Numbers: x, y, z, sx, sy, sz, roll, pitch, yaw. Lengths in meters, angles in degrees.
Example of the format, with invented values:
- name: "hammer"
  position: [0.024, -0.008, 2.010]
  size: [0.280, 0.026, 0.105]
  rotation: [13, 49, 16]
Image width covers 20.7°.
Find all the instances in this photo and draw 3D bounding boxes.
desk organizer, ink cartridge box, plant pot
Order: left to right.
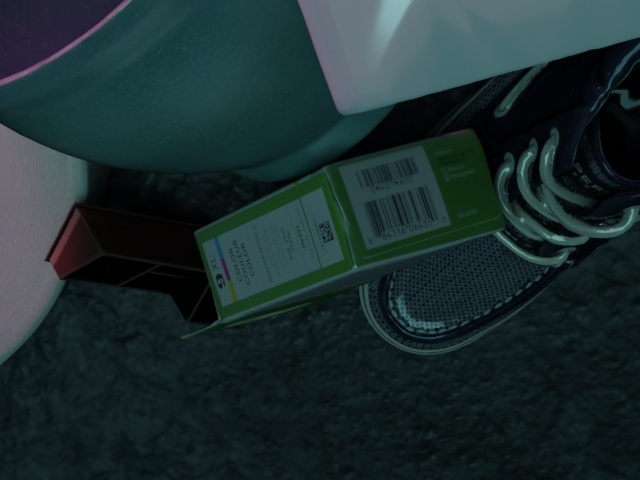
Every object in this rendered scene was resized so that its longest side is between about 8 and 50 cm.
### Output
- name: "desk organizer"
  position: [-0.100, 0.018, 1.101]
  size: [0.130, 0.050, 0.047]
  rotation: [10, 121, -38]
- name: "plant pot"
  position: [-0.057, -0.152, 0.958]
  size: [0.293, 0.293, 0.196]
  rotation: [-36, 129, 21]
- name: "ink cartridge box"
  position: [0.000, 0.000, 1.035]
  size: [0.209, 0.109, 0.062]
  rotation: [-25, 82, 56]

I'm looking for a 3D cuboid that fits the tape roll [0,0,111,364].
- name: "tape roll"
  position: [-0.329, -0.070, 1.130]
  size: [0.392, 0.072, 0.392]
  rotation: [3, 113, 7]

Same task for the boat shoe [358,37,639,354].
- name: "boat shoe"
  position: [0.132, -0.040, 1.017]
  size: [0.127, 0.158, 0.340]
  rotation: [36, 113, -6]

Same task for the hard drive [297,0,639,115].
- name: "hard drive"
  position: [0.053, -0.218, 0.690]
  size: [0.203, 0.040, 0.307]
  rotation: [-14, 111, 17]
